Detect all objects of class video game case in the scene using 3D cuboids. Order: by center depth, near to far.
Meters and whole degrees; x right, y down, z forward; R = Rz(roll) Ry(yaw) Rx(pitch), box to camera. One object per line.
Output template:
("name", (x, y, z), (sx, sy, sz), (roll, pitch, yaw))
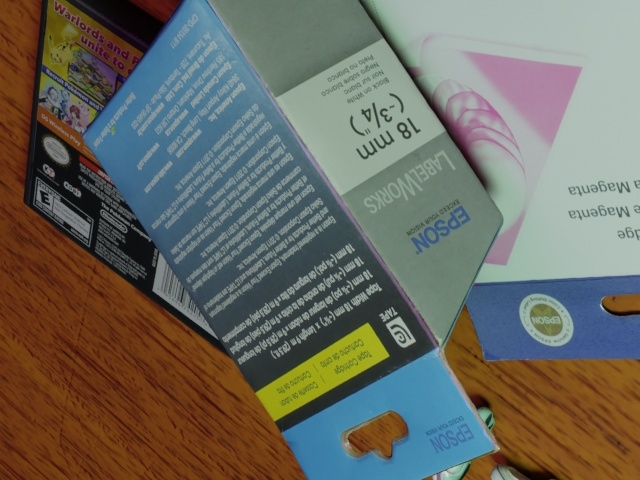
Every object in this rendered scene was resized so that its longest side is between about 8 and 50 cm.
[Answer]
("video game case", (-0.131, -0.057, 1.236), (0.275, 0.035, 0.248), (35, 135, 21))

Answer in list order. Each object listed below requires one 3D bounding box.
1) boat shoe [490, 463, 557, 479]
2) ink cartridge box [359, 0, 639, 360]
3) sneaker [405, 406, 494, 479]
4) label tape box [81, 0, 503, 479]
("boat shoe", (0.176, 0.198, 1.137), (0.100, 0.035, 0.035), (40, 109, 20))
("ink cartridge box", (0.167, -0.053, 0.949), (0.324, 0.071, 0.330), (-6, 111, 43))
("sneaker", (0.092, 0.148, 1.170), (0.069, 0.038, 0.098), (38, 135, 16))
("label tape box", (0.000, 0.000, 1.011), (0.334, 0.106, 0.240), (57, 148, 2))
